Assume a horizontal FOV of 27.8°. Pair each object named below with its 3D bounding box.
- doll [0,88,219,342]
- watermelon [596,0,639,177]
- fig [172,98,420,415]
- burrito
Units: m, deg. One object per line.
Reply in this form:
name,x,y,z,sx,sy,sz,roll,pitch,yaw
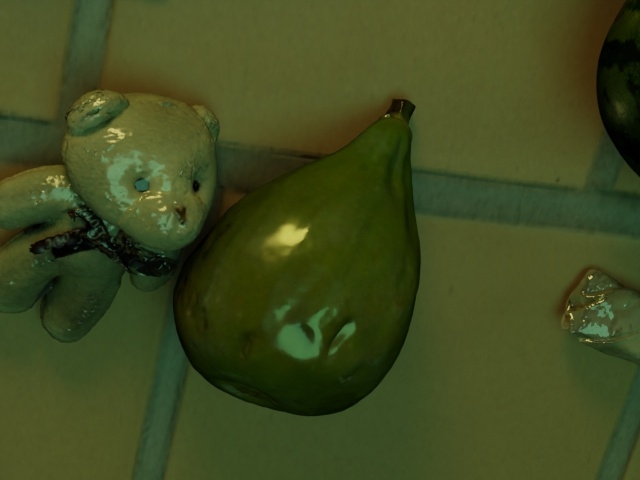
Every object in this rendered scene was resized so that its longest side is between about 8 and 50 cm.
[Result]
doll,-0.202,-0.007,1.200,0.175,0.149,0.278,1,135,-52
watermelon,0.404,-0.155,1.218,0.285,0.285,0.285,-6,117,-13
fig,-0.021,0.012,1.227,0.233,0.233,0.314,5,94,-18
burrito,0.390,0.120,1.467,0.275,0.059,0.082,27,91,-26
